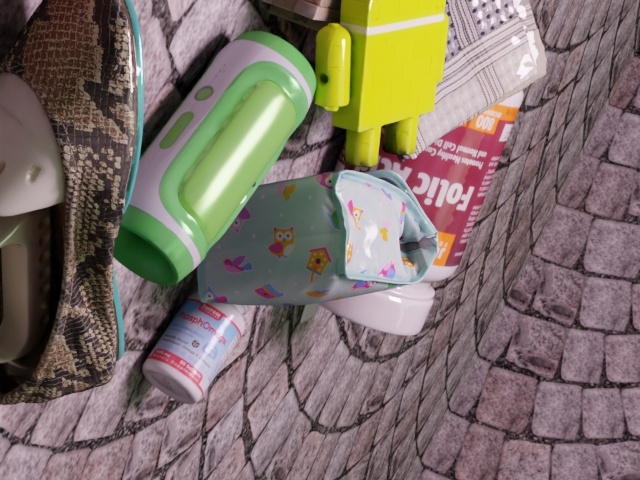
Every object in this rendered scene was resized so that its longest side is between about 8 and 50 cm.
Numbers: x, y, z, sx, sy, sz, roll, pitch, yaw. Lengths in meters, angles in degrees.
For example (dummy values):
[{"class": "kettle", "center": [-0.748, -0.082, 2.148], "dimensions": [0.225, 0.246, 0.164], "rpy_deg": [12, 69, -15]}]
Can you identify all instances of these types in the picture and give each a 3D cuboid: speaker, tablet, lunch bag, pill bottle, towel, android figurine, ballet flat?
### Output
[{"class": "speaker", "center": [-0.124, -0.095, 1.771], "dimensions": [0.296, 0.131, 0.131], "rpy_deg": [-56, 159, -26]}, {"class": "tablet", "center": [-0.009, 0.087, 2.479], "dimensions": [0.054, 0.006, 0.083], "rpy_deg": [-27, 137, -61]}, {"class": "lunch bag", "center": [0.000, 0.000, 1.978], "dimensions": [0.262, 0.223, 0.160], "rpy_deg": [4, 78, -59]}, {"class": "pill bottle", "center": [-0.152, 0.122, 2.018], "dimensions": [0.160, 0.087, 0.087], "rpy_deg": [-58, 160, -23]}, {"class": "towel", "center": [0.167, -0.303, 2.081], "dimensions": [0.324, 0.056, 0.312], "rpy_deg": [-34, 111, -36]}, {"class": "android figurine", "center": [0.081, -0.230, 1.910], "dimensions": [0.248, 0.056, 0.272], "rpy_deg": [-22, 121, -49]}, {"class": "pill bottle", "center": [0.126, -0.076, 2.307], "dimensions": [0.224, 0.224, 0.392], "rpy_deg": [-10, 122, -67]}, {"class": "ballet flat", "center": [-0.266, -0.018, 1.478], "dimensions": [0.182, 0.164, 0.482], "rpy_deg": [-24, 140, -34]}]

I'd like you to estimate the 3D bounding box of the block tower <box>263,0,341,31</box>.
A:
[{"class": "block tower", "center": [0.025, -0.409, 1.839], "dimensions": [0.097, 0.091, 0.335], "rpy_deg": [-11, 123, -66]}]
